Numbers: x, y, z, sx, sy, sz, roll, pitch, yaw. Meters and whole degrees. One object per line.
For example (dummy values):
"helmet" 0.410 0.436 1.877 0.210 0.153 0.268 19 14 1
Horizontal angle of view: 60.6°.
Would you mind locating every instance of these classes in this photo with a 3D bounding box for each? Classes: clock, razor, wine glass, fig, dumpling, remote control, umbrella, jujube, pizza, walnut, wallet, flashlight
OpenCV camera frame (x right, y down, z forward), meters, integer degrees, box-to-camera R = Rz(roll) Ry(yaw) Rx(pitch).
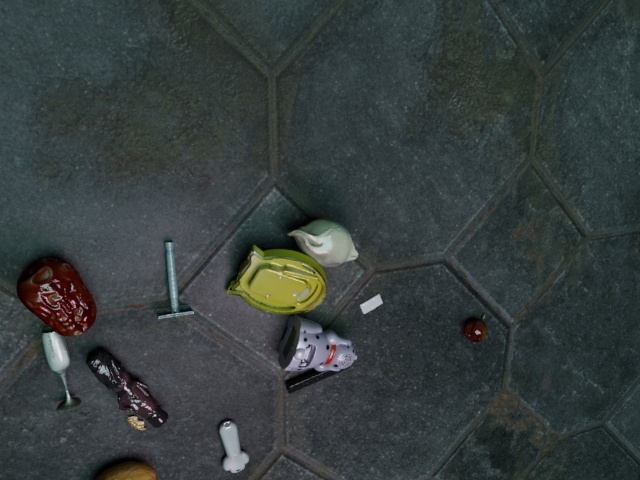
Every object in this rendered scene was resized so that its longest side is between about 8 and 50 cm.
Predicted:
"clock" 0.004 0.358 1.829 0.254 0.189 0.188 14 101 -25
"clock" -0.123 0.123 1.702 0.294 0.071 0.277 26 131 -20
"razor" -0.443 0.116 1.631 0.106 0.068 0.231 -7 105 -21
"wine glass" -0.749 0.362 1.574 0.074 0.074 0.262 -11 109 -20
"fig" 0.619 0.339 2.145 0.125 0.089 0.088 -34 119 -35
"dumpling" 0.000 0.000 1.704 0.258 0.193 0.146 16 96 -43
"remote control" -0.006 0.479 1.940 0.245 0.025 0.063 -19 142 -17
"umbrella" -0.579 0.450 1.660 0.090 0.094 0.326 -26 117 17
"jujube" -0.708 0.156 1.483 0.155 0.155 0.230 -28 125 -12
"pizza" -0.584 0.580 1.743 0.037 0.016 0.083 -46 114 -2
"walnut" -0.615 0.781 1.720 0.207 0.159 0.159 -10 110 -14
"wallet" 0.182 0.226 1.953 0.083 0.011 0.044 -29 116 -13
"flashlight" -0.306 0.706 1.886 0.093 0.047 0.200 -16 110 -18
